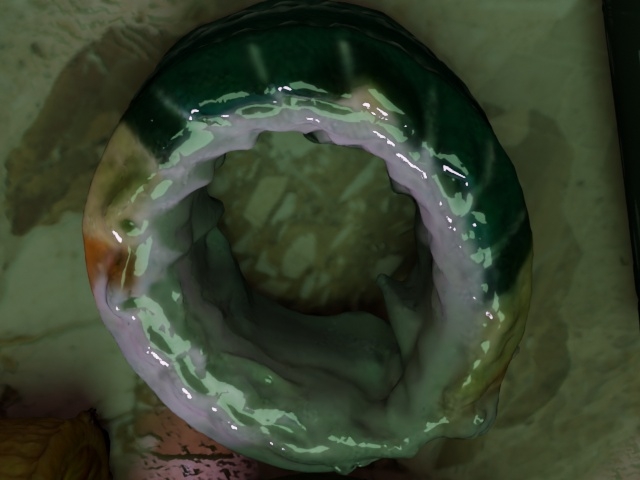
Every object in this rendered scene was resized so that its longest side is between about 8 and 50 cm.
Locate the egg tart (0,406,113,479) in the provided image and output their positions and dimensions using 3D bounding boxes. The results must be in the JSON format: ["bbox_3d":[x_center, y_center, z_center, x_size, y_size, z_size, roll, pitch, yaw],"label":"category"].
[{"bbox_3d":[-0.222,0.198,1.118,0.170,0.215,0.215,13,108,7],"label":"egg tart"}]

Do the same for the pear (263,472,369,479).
[{"bbox_3d":[-0.012,0.277,1.104,0.294,0.294,0.294,-1,109,-2],"label":"pear"}]

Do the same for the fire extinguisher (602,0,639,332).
[{"bbox_3d":[0.231,-0.088,1.089,0.114,0.095,0.311,-25,114,-33],"label":"fire extinguisher"}]

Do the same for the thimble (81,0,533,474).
[{"bbox_3d":[0.000,0.000,1.070,0.254,0.167,0.288,-40,105,12],"label":"thimble"}]
